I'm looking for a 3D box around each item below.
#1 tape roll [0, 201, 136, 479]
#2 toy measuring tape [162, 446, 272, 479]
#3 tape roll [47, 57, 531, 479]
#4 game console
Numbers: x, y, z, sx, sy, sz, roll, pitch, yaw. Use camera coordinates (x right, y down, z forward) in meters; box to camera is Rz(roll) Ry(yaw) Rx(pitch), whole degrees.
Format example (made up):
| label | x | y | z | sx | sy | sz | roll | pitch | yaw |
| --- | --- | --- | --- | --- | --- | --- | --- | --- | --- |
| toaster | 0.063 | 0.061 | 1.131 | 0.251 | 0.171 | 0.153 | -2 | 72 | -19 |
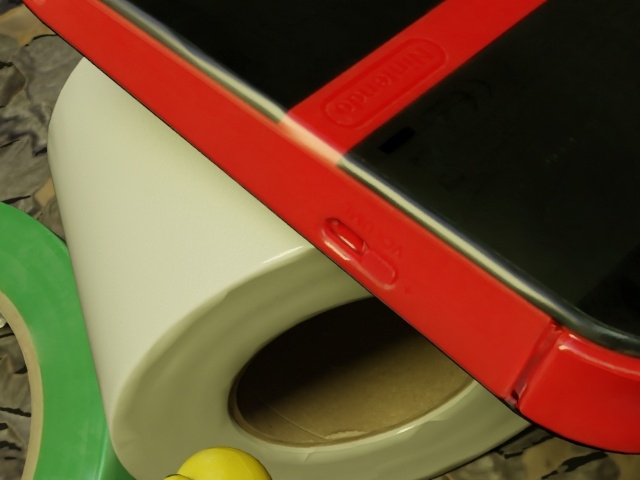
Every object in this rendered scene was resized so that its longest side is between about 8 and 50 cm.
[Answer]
| label | x | y | z | sx | sy | sz | roll | pitch | yaw |
| --- | --- | --- | --- | --- | --- | --- | --- | --- | --- |
| tape roll | -0.232 | 0.132 | 0.977 | 0.321 | 0.077 | 0.321 | -12 | 61 | 23 |
| toy measuring tape | -0.027 | 0.215 | 0.602 | 0.121 | 0.121 | 0.330 | -19 | 56 | 11 |
| tape roll | 0.000 | 0.000 | 0.877 | 0.246 | 0.246 | 0.169 | -24 | 56 | 8 |
| game console | 0.104 | -0.101 | 0.811 | 0.342 | 0.060 | 0.386 | 36 | 46 | 17 |
